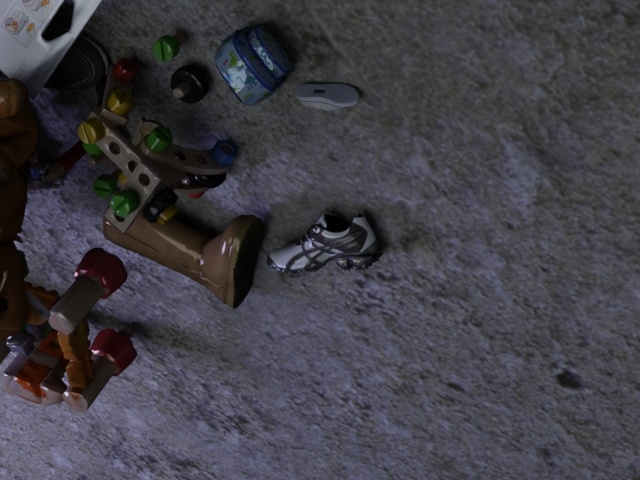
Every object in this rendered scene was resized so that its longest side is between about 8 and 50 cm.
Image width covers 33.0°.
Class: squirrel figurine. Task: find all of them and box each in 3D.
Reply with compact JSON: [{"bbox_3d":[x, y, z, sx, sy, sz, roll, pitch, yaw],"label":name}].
[{"bbox_3d":[-0.538,-0.030,1.685,0.281,0.397,0.370,-15,95,-7],"label":"squirrel figurine"}]

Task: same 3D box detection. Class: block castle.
[{"bbox_3d":[-0.566,0.104,1.991,0.453,0.213,0.303,16,135,16],"label":"block castle"}]

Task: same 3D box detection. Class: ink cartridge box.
[{"bbox_3d":[-0.442,-0.391,1.619,0.239,0.060,0.275,41,116,-4],"label":"ink cartridge box"}]

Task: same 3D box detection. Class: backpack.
[{"bbox_3d":[-0.095,-0.252,1.529,0.084,0.114,0.105,-33,102,22],"label":"backpack"}]

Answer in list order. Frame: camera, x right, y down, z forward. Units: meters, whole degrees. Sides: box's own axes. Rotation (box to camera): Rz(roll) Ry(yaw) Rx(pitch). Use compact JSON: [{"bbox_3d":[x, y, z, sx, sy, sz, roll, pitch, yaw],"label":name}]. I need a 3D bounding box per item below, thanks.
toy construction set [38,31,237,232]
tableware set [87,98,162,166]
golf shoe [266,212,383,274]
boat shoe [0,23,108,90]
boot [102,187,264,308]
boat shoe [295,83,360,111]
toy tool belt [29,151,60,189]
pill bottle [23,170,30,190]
[{"bbox_3d":[-0.312,-0.123,1.652,0.309,0.237,0.257,-17,113,33],"label":"toy construction set"},{"bbox_3d":[-0.324,-0.159,1.800,0.168,0.020,0.141,29,133,8],"label":"tableware set"},{"bbox_3d":[0.000,0.000,1.698,0.198,0.077,0.094,-6,109,26],"label":"golf shoe"},{"bbox_3d":[-0.504,-0.300,1.748,0.335,0.095,0.112,18,130,19],"label":"boat shoe"},{"bbox_3d":[-0.237,-0.012,1.800,0.269,0.089,0.236,29,140,10],"label":"boot"},{"bbox_3d":[0.013,-0.204,1.561,0.100,0.035,0.035,6,153,23],"label":"boat shoe"},{"bbox_3d":[-0.487,-0.124,1.910,0.051,0.052,0.083,4,136,-11],"label":"toy tool belt"},{"bbox_3d":[-0.599,-0.155,1.902,0.112,0.112,0.187,0,123,31],"label":"pill bottle"}]
